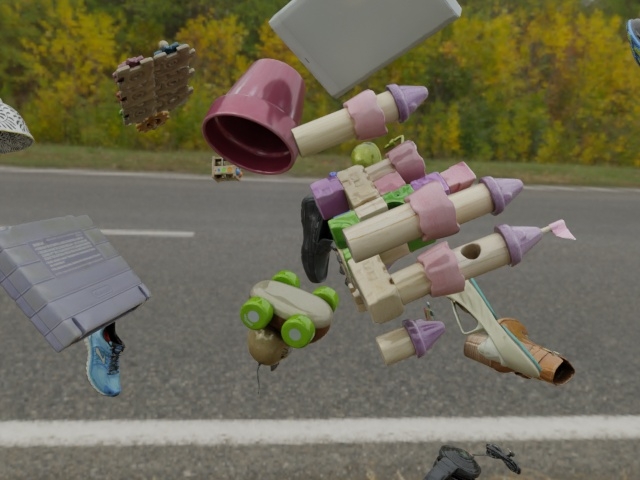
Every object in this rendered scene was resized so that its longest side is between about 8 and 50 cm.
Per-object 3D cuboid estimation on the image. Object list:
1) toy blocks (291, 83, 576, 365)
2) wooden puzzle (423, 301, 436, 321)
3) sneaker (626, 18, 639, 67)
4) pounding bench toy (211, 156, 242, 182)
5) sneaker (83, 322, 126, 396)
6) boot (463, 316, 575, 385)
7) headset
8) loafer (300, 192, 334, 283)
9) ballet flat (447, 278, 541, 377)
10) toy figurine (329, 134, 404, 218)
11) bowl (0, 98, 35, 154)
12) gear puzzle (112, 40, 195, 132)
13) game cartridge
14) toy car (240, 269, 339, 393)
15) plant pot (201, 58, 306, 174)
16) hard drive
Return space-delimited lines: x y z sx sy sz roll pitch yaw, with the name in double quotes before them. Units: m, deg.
"toy blocks" 0.147 -0.029 0.955 0.260 0.309 0.288 -23 44 -3
"wooden puzzle" 0.223 0.163 1.436 0.006 0.083 0.049 -17 6 -9
"sneaker" 0.534 -0.286 1.082 0.067 0.078 0.188 46 11 -43
"pounding bench toy" -0.218 -0.167 1.711 0.065 0.052 0.083 -2 -9 7
"sneaker" -0.423 0.229 1.414 0.073 0.162 0.063 -17 -7 24
"boot" 0.494 0.261 1.676 0.220 0.109 0.283 15 5 36
"headset" 0.407 0.711 2.065 0.394 0.243 0.185 -26 46 -37
"loafer" 0.000 0.000 1.670 0.078 0.223 0.076 11 23 31
"ballet flat" 0.323 0.176 1.378 0.086 0.086 0.248 -6 51 -37
"toy figurine" 0.102 -0.126 1.846 0.191 0.362 0.217 -15 -21 40
"bowl" -0.591 -0.206 1.241 0.170 0.080 0.170 -7 -6 -1
"gear puzzle" -0.366 -0.329 1.570 0.175 0.044 0.339 -26 -10 -18
"game cartridge" -0.454 0.062 1.299 0.230 0.068 0.355 47 9 0
"toy car" -0.068 0.173 1.232 0.149 0.188 0.155 22 24 12
"plant pot" -0.118 -0.263 1.465 0.201 0.180 0.201 16 -27 8
"hard drive" 0.075 -0.413 1.316 0.307 0.203 0.040 -26 28 40
